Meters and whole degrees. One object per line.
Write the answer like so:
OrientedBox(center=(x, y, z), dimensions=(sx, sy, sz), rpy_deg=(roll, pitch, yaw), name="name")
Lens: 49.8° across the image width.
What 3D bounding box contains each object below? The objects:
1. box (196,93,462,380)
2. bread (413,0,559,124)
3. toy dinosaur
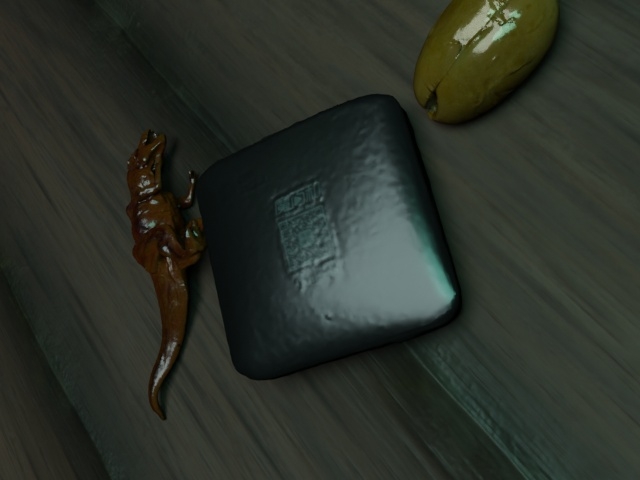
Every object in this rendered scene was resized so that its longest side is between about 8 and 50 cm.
OrientedBox(center=(0.000, 0.000, 0.814), dimensions=(0.290, 0.073, 0.289), rpy_deg=(-22, 72, 22), name="box")
OrientedBox(center=(0.168, -0.201, 0.726), dimensions=(0.114, 0.077, 0.189), rpy_deg=(42, 117, 5), name="bread")
OrientedBox(center=(-0.204, 0.023, 0.959), dimensions=(0.208, 0.097, 0.432), rpy_deg=(-20, 70, 42), name="toy dinosaur")
